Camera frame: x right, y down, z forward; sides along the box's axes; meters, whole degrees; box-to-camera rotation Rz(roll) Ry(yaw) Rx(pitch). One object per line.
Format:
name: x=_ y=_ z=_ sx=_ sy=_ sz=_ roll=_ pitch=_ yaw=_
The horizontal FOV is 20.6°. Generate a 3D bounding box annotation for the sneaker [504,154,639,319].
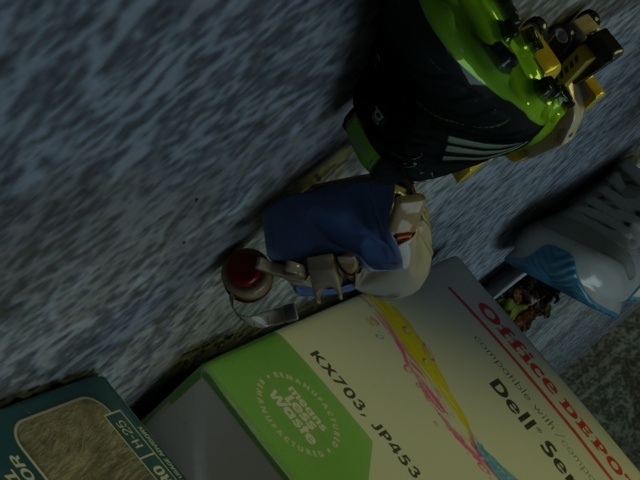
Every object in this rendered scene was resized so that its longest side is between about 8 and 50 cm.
sneaker: x=0.194 y=-0.008 z=1.167 sx=0.229 sy=0.087 sz=0.092 roll=-11 pitch=128 yaw=-63

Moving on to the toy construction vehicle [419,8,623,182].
toy construction vehicle: x=0.084 y=-0.056 z=0.727 sx=0.086 sy=0.035 sz=0.098 roll=-29 pitch=164 yaw=-43

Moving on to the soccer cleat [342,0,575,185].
soccer cleat: x=0.038 y=-0.046 z=0.573 sx=0.072 sy=0.060 sz=0.179 roll=-29 pitch=171 yaw=11

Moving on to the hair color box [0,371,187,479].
hair color box: x=-0.161 y=0.230 z=0.680 sx=0.347 sy=0.174 sz=0.105 roll=-45 pitch=168 yaw=24

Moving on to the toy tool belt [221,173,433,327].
toy tool belt: x=0.000 y=0.000 z=0.648 sx=0.083 sy=0.052 sz=0.051 roll=-13 pitch=161 yaw=5

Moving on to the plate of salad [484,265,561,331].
plate of salad: x=0.124 y=0.070 z=1.291 sx=0.200 sy=0.048 sz=0.200 roll=-37 pitch=168 yaw=-9

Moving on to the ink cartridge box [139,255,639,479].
ink cartridge box: x=0.055 y=0.132 z=0.909 sx=0.119 sy=0.207 sz=0.353 roll=-44 pitch=169 yaw=26
